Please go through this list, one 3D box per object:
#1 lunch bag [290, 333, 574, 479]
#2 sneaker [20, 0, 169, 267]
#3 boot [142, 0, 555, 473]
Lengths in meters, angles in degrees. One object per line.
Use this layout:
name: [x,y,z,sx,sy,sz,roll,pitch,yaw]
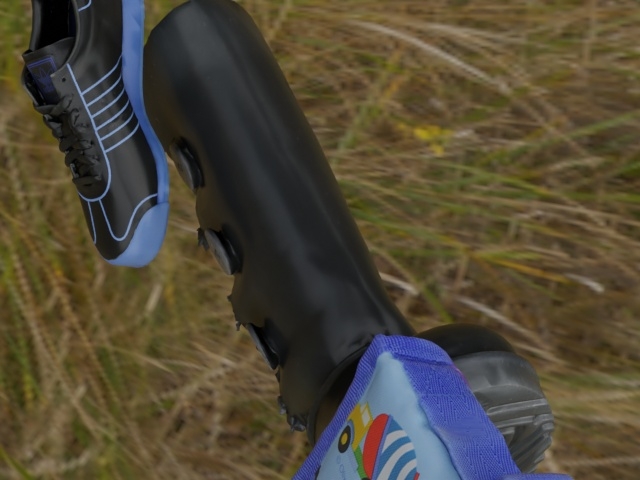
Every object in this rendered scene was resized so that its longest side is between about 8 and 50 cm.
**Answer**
lunch bag: [0.056,0.197,0.739,0.138,0.221,0.293,-3,132,-21]
sneaker: [-0.175,-0.093,1.367,0.090,0.081,0.232,-3,82,-46]
boot: [0.000,0.001,1.321,0.146,0.367,0.445,-15,64,-13]
